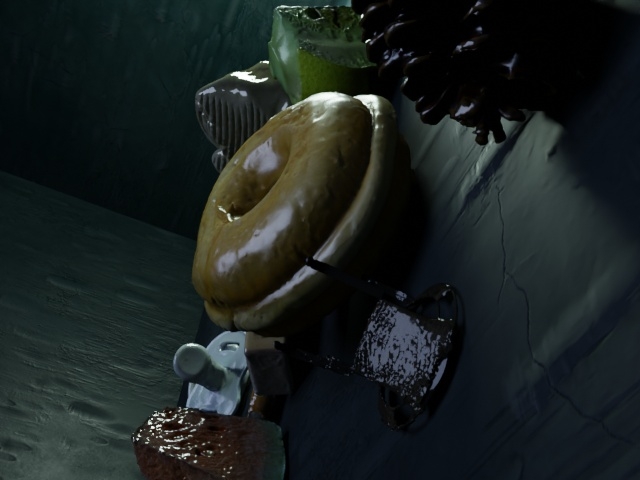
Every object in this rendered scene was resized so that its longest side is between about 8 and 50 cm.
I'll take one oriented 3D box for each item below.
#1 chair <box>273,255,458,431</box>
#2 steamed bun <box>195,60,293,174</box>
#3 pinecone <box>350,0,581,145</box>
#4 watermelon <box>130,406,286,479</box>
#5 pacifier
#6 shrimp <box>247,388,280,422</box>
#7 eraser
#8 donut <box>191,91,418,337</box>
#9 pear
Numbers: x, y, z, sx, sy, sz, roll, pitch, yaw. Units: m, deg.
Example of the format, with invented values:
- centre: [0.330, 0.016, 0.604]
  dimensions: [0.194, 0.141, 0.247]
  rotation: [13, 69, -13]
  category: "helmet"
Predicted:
- centre: [0.074, 0.114, 0.789]
  dimensions: [0.213, 0.149, 0.174]
  rotation: [21, 88, 37]
  category: "chair"
- centre: [-0.117, -0.292, 1.705]
  dimensions: [0.342, 0.368, 0.255]
  rotation: [97, -163, -46]
  category: "steamed bun"
- centre: [0.155, -0.233, 0.694]
  dimensions: [0.243, 0.243, 0.257]
  rotation: [-129, 18, -76]
  category: "pinecone"
- centre: [-0.191, 0.370, 1.131]
  dimensions: [0.193, 0.257, 0.140]
  rotation: [-84, 18, -75]
  category: "watermelon"
- centre: [-0.292, 0.337, 1.712]
  dimensions: [0.227, 0.207, 0.279]
  rotation: [-6, 58, 38]
  category: "pacifier"
- centre: [-0.109, 0.296, 1.370]
  dimensions: [0.164, 0.062, 0.317]
  rotation: [117, 170, -62]
  category: "shrimp"
- centre: [-0.093, 0.119, 1.324]
  dimensions: [0.343, 0.078, 0.144]
  rotation: [-92, -3, -46]
  category: "eraser"
- centre: [-0.032, -0.050, 1.075]
  dimensions: [0.449, 0.198, 0.449]
  rotation: [-39, 29, 26]
  category: "donut"
- centre: [0.037, -0.359, 1.444]
  dimensions: [0.176, 0.286, 0.282]
  rotation: [104, 148, -44]
  category: "pear"
